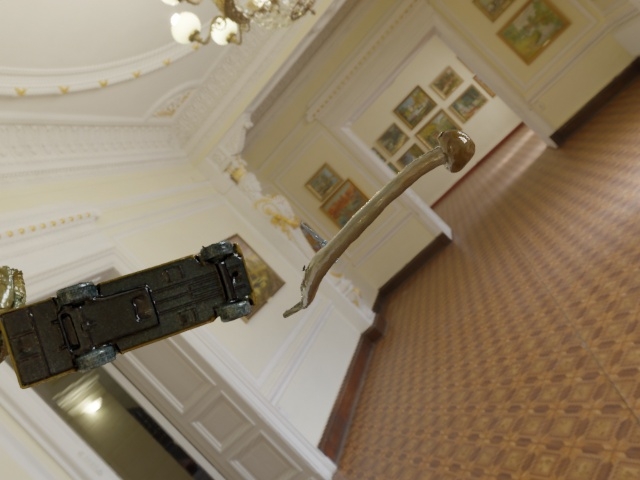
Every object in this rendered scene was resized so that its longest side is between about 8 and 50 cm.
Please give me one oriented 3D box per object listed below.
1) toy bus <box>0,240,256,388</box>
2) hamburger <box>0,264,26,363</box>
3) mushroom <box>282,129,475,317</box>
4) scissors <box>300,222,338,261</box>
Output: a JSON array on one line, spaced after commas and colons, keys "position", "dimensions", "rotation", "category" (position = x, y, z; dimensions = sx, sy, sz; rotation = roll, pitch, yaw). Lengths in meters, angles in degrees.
[{"position": [-0.272, 0.103, 0.706], "dimensions": [0.335, 0.121, 0.123], "rotation": [-18, -1, -18], "category": "toy bus"}, {"position": [-0.766, 0.207, 1.033], "dimensions": [0.309, 0.211, 0.132], "rotation": [-41, -38, 19], "category": "hamburger"}, {"position": [0.034, 0.002, 0.490], "dimensions": [0.306, 0.068, 0.043], "rotation": [-45, 44, 27], "category": "mushroom"}, {"position": [0.000, 0.000, 0.695], "dimensions": [0.006, 0.083, 0.036], "rotation": [-23, 32, 48], "category": "scissors"}]
